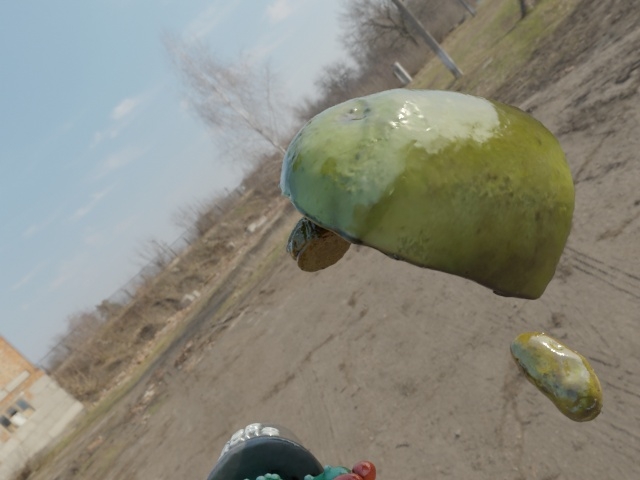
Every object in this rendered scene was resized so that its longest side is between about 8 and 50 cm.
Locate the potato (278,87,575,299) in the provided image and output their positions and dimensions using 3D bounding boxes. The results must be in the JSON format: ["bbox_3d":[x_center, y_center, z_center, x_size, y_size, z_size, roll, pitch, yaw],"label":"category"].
[{"bbox_3d":[0.108,-0.101,0.646,0.330,0.279,0.213,36,109,45],"label":"potato"}]

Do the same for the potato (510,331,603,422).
[{"bbox_3d":[0.202,0.112,0.456,0.046,0.045,0.092,-34,40,-4],"label":"potato"}]

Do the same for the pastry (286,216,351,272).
[{"bbox_3d":[0.000,0.000,0.775,0.109,0.057,0.097,14,-61,-51],"label":"pastry"}]

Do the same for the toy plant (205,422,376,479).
[{"bbox_3d":[-0.083,0.365,0.724,0.400,0.279,0.186,135,141,-81],"label":"toy plant"}]
